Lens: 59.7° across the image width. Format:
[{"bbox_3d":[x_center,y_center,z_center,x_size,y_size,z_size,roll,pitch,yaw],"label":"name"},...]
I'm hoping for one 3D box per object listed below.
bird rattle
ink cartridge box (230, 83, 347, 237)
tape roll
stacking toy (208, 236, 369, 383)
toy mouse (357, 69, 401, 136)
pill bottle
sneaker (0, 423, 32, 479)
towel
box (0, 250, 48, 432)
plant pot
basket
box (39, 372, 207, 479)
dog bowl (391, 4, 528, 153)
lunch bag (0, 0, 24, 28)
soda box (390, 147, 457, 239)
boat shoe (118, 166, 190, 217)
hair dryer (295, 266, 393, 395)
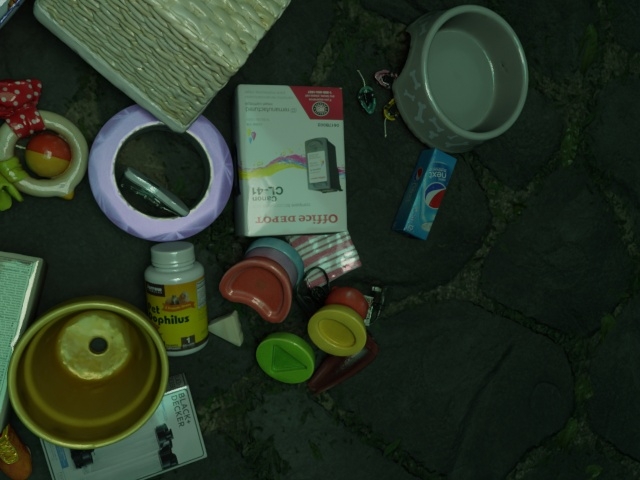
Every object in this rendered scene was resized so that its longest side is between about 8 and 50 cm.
[{"bbox_3d":[-0.548,-0.177,1.054,0.207,0.143,0.253,16,75,-30],"label":"bird rattle"},{"bbox_3d":[-0.068,-0.162,1.175,0.226,0.131,0.306,-3,89,-16],"label":"ink cartridge box"},{"bbox_3d":[-0.319,-0.137,1.127,0.275,0.090,0.274,-1,95,-18],"label":"tape roll"},{"bbox_3d":[-0.069,0.146,1.194,0.309,0.130,0.279,36,126,-7],"label":"stacking toy"},{"bbox_3d":[0.133,-0.346,1.295,0.143,0.031,0.161,34,82,-18],"label":"toy mouse"},{"bbox_3d":[-0.289,0.114,1.120,0.117,0.117,0.214,-6,107,-18],"label":"pill bottle"},{"bbox_3d":[-0.613,0.393,1.074,0.064,0.067,0.175,-25,103,-17],"label":"sneaker"},{"bbox_3d":[0.000,0.000,1.275,0.144,0.029,0.197,-27,102,-16],"label":"towel"},{"bbox_3d":[-0.605,0.175,1.002,0.148,0.121,0.311,14,78,-19],"label":"box"},{"bbox_3d":[-0.420,0.218,1.035,0.254,0.239,0.253,-2,95,-19],"label":"plant pot"},{"bbox_3d":[-0.252,-0.440,0.981,0.331,0.266,0.328,39,58,-20],"label":"basket"},{"bbox_3d":[-0.395,0.400,1.138,0.290,0.087,0.169,-14,98,-18],"label":"box"},{"bbox_3d":[0.340,-0.383,1.310,0.349,0.102,0.348,-1,92,-23],"label":"dog bowl"},{"bbox_3d":[-0.547,-0.458,0.955,0.115,0.243,0.303,42,81,-32],"label":"lunch bag"},{"bbox_3d":[0.246,-0.109,1.329,0.067,0.071,0.210,22,86,-19],"label":"soda box"},{"bbox_3d":[-0.317,-0.084,1.063,0.142,0.049,0.040,36,101,-16],"label":"boat shoe"},{"bbox_3d":[0.032,0.215,1.281,0.224,0.080,0.293,12,93,-8],"label":"hair dryer"}]
